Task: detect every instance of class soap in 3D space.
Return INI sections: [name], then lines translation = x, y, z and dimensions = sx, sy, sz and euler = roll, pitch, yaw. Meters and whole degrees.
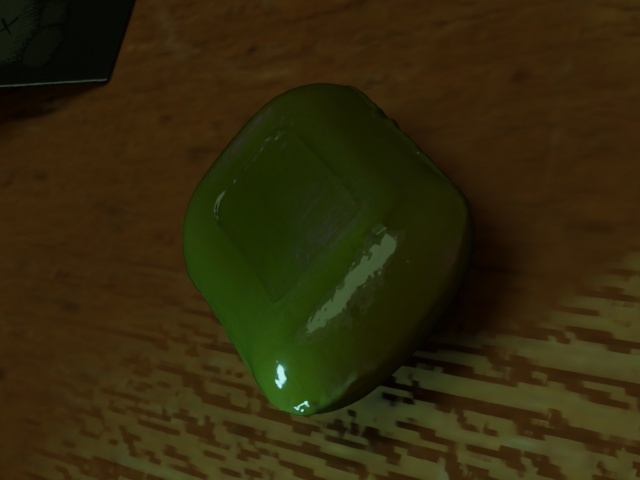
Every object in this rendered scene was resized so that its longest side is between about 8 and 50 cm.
[soap]
translation = 0.001, 0.001, 0.567
dimensions = 0.089, 0.045, 0.140
euler = -47, 32, 5

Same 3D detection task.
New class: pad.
[pad]
translation = -0.172, -0.122, 0.859
dimensions = 0.190, 0.004, 0.127
euler = -2, 56, 21
